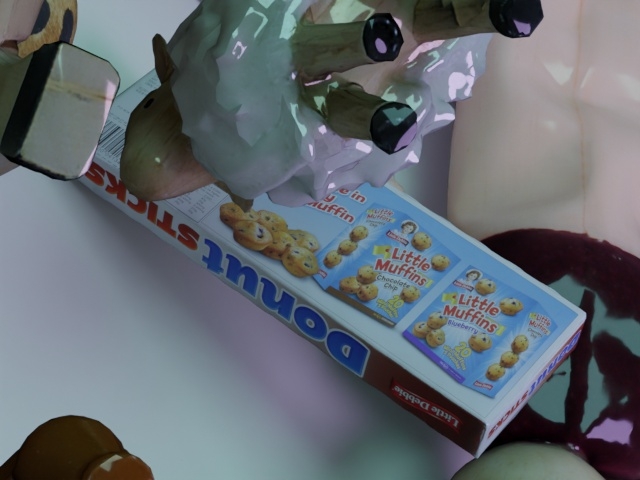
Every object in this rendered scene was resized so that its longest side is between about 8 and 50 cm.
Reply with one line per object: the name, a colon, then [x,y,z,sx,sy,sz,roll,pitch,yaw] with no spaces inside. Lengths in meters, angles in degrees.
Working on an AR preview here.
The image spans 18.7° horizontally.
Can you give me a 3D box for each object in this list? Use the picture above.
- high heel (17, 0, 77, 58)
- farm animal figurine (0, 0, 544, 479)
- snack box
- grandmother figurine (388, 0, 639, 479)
high heel: [-0.175,-0.152,0.618,0.261,0.093,0.186,39,37,-27]
farm animal figurine: [-0.150,-0.049,0.498,0.330,0.172,0.327,42,74,-24]
snack box: [0.000,0.000,0.663,0.178,0.022,0.064,34,51,17]
grandmother figurine: [0.095,0.022,0.742,0.208,0.104,0.342,13,52,0]
